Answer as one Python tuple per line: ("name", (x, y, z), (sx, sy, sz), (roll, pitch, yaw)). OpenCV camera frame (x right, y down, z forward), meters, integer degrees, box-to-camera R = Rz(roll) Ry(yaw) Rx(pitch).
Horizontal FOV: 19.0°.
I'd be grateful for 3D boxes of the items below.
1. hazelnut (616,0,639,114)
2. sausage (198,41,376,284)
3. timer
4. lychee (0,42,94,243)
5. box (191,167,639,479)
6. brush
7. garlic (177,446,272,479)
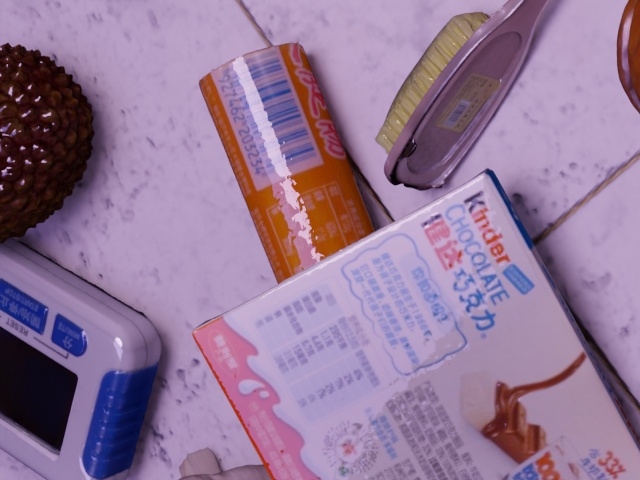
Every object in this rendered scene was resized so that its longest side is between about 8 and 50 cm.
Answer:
("hazelnut", (0.292, -0.139, 1.286), (0.182, 0.182, 0.182), (6, 101, 32))
("sausage", (0.000, 0.000, 1.535), (0.093, 0.093, 0.312), (-25, 84, 34))
("timer", (-0.259, 0.104, 1.730), (0.253, 0.078, 0.178), (29, 115, 27))
("lychee", (-0.283, -0.088, 1.660), (0.188, 0.188, 0.188), (6, 101, 32))
("box", (0.079, 0.124, 1.458), (0.265, 0.048, 0.273), (-28, 91, 13))
("brush", (0.133, -0.172, 1.438), (0.067, 0.072, 0.313), (52, 121, 31))
("garlic", (-0.079, 0.261, 1.604), (0.219, 0.218, 0.212), (-67, 27, 23))
